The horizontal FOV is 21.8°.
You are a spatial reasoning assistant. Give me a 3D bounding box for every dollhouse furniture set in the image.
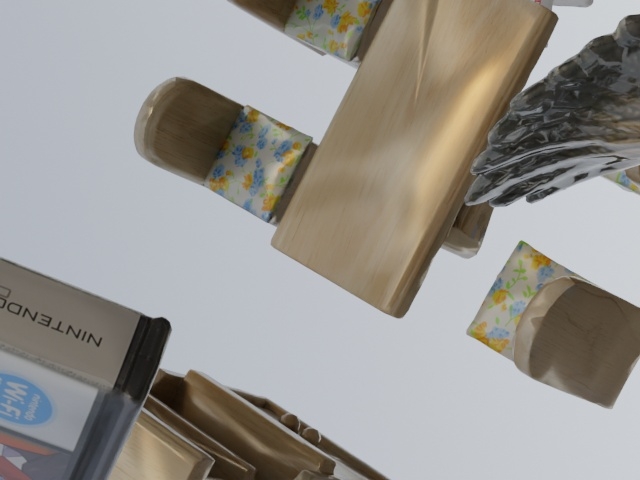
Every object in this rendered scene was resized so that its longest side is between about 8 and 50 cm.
[{"bbox_3d":[0.000,0.000,1.070,0.256,0.362,0.394,22,-84,-54],"label":"dollhouse furniture set"}]

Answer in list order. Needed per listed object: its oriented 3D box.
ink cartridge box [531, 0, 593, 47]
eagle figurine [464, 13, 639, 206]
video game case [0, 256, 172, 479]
[{"bbox_3d":[0.133,-0.214,1.328,0.062,0.181,0.104,-85,-4,-46],"label":"ink cartridge box"},{"bbox_3d":[0.237,-0.063,0.669,0.298,0.226,0.225,-50,-23,-14],"label":"eagle figurine"},{"bbox_3d":[-0.202,0.064,0.575,0.248,0.275,0.035,22,-129,-6],"label":"video game case"}]
